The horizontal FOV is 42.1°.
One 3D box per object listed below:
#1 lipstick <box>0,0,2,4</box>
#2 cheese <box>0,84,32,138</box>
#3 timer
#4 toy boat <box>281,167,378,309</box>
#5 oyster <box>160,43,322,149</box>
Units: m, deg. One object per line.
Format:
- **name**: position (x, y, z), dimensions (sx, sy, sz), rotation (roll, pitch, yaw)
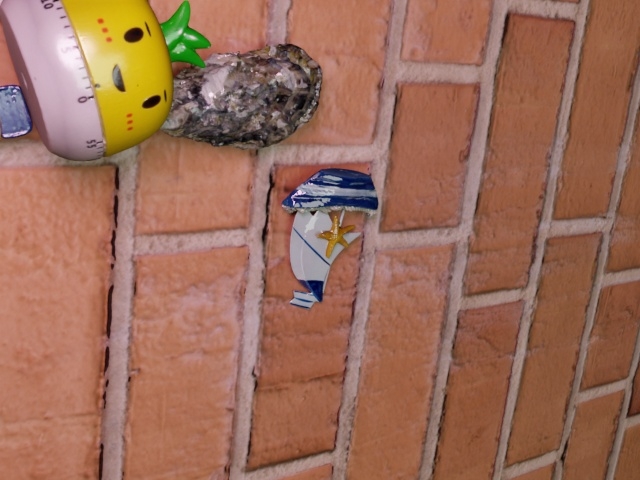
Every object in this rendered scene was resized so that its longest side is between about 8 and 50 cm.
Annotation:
- **lipstick**: position (-0.473, -0.375, 1.145), dimensions (0.038, 0.038, 0.130), rotation (-39, 125, -19)
- **cheese**: position (-0.530, -0.150, 1.153), dimensions (0.250, 0.064, 0.156), rotation (-17, 117, -18)
- **timer**: position (-0.283, -0.260, 1.170), dimensions (0.285, 0.285, 0.285), rotation (-13, 113, -32)
- **toy boat**: position (0.000, 0.000, 1.622), dimensions (0.221, 0.067, 0.291), rotation (2, 116, -35)
- **oyster**: position (-0.142, -0.229, 1.377), dimensions (0.351, 0.158, 0.162), rotation (-22, 84, -43)
